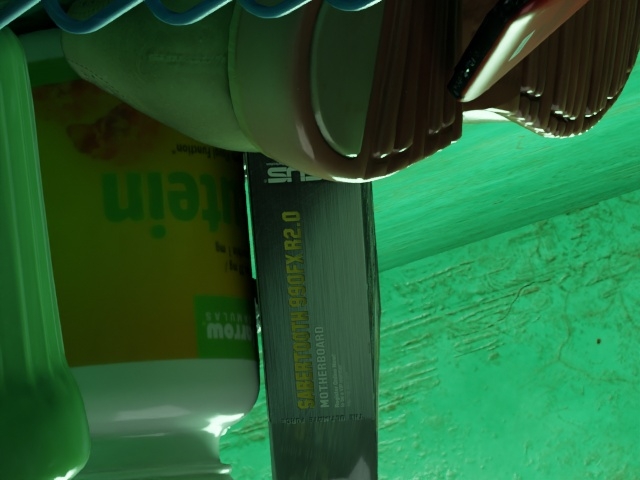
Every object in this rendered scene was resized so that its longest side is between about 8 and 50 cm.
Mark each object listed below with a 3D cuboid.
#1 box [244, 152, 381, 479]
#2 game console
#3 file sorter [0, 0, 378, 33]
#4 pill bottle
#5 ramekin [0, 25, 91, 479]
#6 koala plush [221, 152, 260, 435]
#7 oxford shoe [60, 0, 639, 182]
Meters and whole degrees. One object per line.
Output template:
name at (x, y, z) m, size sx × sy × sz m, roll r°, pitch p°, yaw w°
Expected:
box at (0.000, 0.000, 0.982) m, size 0.056 × 0.183 × 0.231 m, roll -3°, pitch -160°, yaw 3°
game console at (0.080, -0.132, 0.693) m, size 0.124 × 0.085 × 0.144 m, roll -41°, pitch 176°, yaw -8°
file sorter at (-0.031, -0.126, 0.538) m, size 0.170 × 0.104 × 0.118 m, roll -12°, pitch 172°, yaw -45°
pill bottle at (-0.100, 0.027, 0.906) m, size 0.136 × 0.246 × 0.136 m, roll -5°, pitch 172°, yaw -1°
ramekin at (-0.227, 0.004, 0.576) m, size 0.303 × 0.148 × 0.303 m, roll -1°, pitch -178°, yaw 0°
koala plush at (-0.112, 0.031, 1.104) m, size 0.203 × 0.221 × 0.196 m, roll -16°, pitch 174°, yaw -14°
oxford shoe at (0.043, -0.120, 0.861) m, size 0.146 × 0.140 × 0.397 m, roll 11°, pitch -167°, yaw 31°
